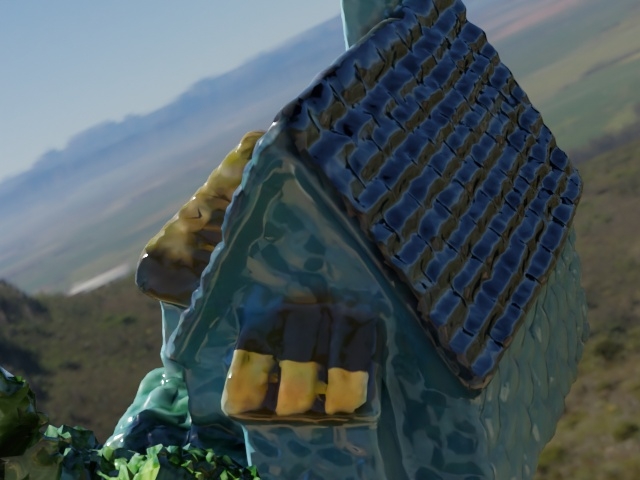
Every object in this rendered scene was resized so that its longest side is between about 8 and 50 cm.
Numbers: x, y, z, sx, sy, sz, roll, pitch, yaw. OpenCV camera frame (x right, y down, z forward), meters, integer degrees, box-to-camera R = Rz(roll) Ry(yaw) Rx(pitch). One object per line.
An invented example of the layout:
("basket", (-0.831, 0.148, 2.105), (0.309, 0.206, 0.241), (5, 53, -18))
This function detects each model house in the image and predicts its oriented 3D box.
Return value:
("model house", (0.000, 0.000, 0.652), (0.226, 0.241, 0.261), (1, 25, 21))

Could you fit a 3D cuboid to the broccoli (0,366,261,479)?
("broccoli", (-0.088, 0.155, 0.328), (0.261, 0.269, 0.241), (-32, 17, -21))
